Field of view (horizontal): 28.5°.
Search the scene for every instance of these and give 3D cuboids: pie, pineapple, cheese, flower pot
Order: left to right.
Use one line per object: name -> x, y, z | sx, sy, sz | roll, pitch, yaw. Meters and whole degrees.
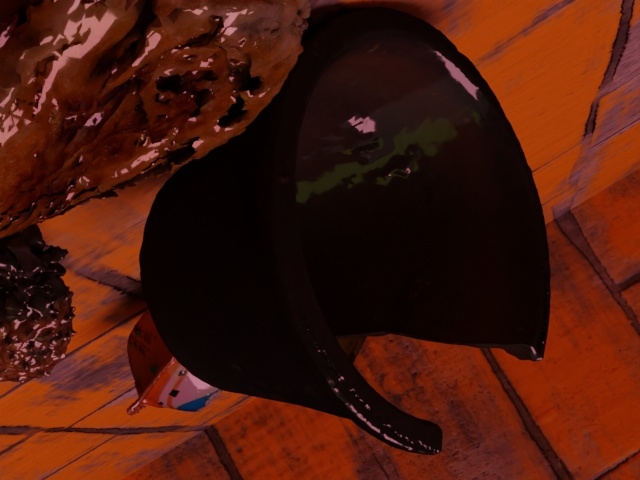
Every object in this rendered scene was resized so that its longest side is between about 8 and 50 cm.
pineapple -> -0.258, 0.049, 1.090 | 0.108, 0.108, 0.197 | -24, 161, -29
pie -> -0.130, -0.096, 0.818 | 0.308, 0.085, 0.308 | -30, 168, -7
cheese -> -0.120, 0.087, 1.536 | 0.329, 0.129, 0.217 | -47, 177, -8
flower pot -> 0.000, 0.000, 1.104 | 0.251, 0.379, 0.379 | -13, -177, 41

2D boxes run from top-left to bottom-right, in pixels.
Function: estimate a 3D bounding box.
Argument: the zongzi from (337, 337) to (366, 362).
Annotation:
zongzi -> -0.013, 0.109, 1.692 | 0.260, 0.123, 0.289 | -67, -171, -21
